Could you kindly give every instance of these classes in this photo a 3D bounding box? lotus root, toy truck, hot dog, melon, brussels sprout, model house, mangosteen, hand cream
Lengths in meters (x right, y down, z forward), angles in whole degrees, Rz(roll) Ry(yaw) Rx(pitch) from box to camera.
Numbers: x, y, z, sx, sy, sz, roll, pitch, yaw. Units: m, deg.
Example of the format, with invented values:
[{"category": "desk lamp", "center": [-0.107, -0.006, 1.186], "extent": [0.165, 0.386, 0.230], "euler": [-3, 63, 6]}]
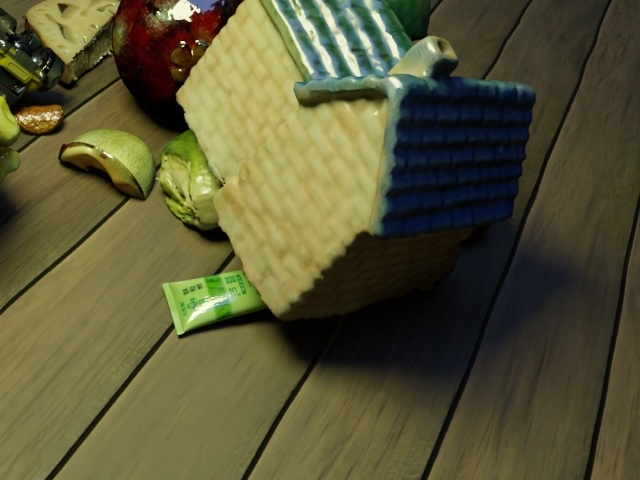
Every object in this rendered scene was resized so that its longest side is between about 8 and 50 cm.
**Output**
[{"category": "lotus root", "center": [-0.476, -0.399, 1.601], "extent": [0.170, 0.074, 0.260], "euler": [23, 43, 8]}, {"category": "toy truck", "center": [-0.557, -0.304, 1.418], "extent": [0.224, 0.165, 0.147], "euler": [42, 0, 44]}, {"category": "hot dog", "center": [-0.477, -0.208, 1.417], "extent": [0.083, 0.035, 0.058], "euler": [-6, 45, -17]}, {"category": "melon", "center": [-0.335, -0.146, 1.365], "extent": [0.160, 0.079, 0.128], "euler": [23, 43, 8]}, {"category": "brussels sprout", "center": [-0.174, -0.105, 1.334], "extent": [0.146, 0.131, 0.183], "euler": [-20, 48, -28]}, {"category": "model house", "center": [0.076, -0.180, 1.195], "extent": [0.395, 0.400, 0.445], "euler": [-8, 60, -43]}, {"category": "mangosteen", "center": [-0.220, -0.349, 1.485], "extent": [0.312, 0.311, 0.311], "euler": [10, 42, -9]}, {"category": "hand cream", "center": [-0.132, 0.078, 1.208], "extent": [0.175, 0.046, 0.095], "euler": [-11, 51, -18]}]

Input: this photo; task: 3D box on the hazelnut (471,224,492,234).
[{"category": "hazelnut", "center": [0.243, -0.076, 1.456], "extent": [0.143, 0.143, 0.154], "euler": [22, 34, 5]}]

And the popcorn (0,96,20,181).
[{"category": "popcorn", "center": [-0.568, -0.127, 1.133], "extent": [0.336, 0.274, 0.278], "euler": [-1, 66, 37]}]

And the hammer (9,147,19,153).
[{"category": "hammer", "center": [-0.537, -0.167, 1.368], "extent": [0.110, 0.019, 0.035], "euler": [30, 43, 11]}]
